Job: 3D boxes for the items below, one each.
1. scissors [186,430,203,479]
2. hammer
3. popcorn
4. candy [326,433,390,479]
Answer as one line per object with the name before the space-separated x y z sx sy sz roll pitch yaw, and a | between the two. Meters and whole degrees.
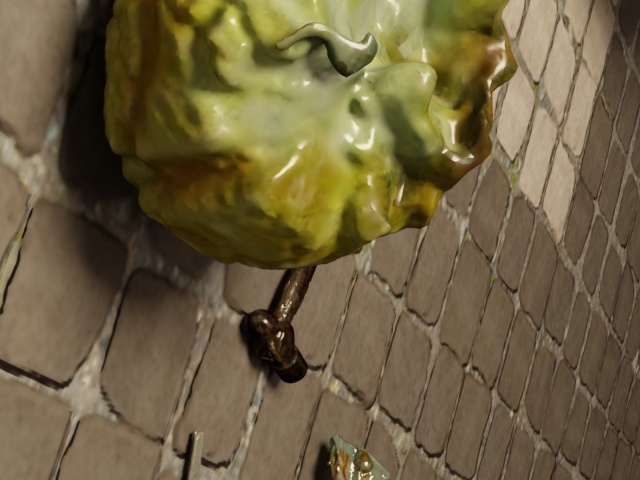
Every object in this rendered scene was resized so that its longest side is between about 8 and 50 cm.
scissors | -0.078 0.195 0.721 0.100 0.015 0.189 5 91 -65
hammer | 0.000 0.000 0.811 0.065 0.021 0.178 66 38 -48
popcorn | 0.005 -0.085 0.607 0.198 0.212 0.198 -14 90 -88
candy | 0.007 0.216 0.857 0.053 0.046 0.182 23 79 -61
